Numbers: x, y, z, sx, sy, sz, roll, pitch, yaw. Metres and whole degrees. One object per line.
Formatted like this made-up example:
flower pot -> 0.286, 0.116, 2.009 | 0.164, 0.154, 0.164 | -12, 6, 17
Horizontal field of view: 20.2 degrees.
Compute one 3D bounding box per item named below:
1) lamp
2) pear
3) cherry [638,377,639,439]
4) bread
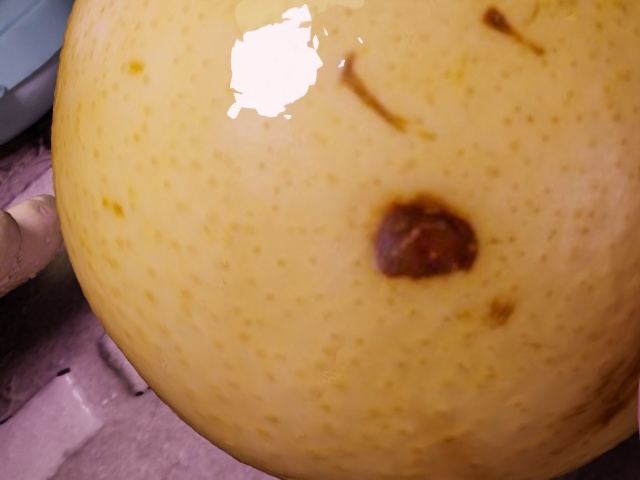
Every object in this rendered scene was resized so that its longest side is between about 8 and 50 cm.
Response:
lamp -> -0.271, -0.163, 1.407 | 0.209, 0.147, 0.284 | -9, 51, 33
pear -> 0.048, -0.058, 0.821 | 0.348, 0.348, 0.348 | -24, 36, 19
cherry -> 0.244, 0.056, 0.643 | 0.239, 0.206, 0.239 | -13, 8, 2
bread -> -0.296, 0.059, 1.143 | 0.316, 0.054, 0.316 | -28, 2, 1
